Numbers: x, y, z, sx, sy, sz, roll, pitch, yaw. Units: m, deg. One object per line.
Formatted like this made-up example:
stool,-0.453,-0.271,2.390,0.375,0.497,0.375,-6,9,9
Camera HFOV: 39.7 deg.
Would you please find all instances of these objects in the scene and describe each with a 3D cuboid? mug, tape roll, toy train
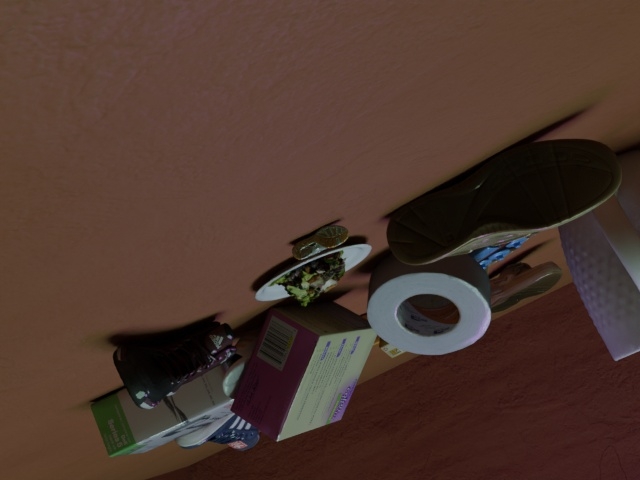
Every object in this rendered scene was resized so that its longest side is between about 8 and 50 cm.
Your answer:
mug,0.565,0.012,1.572,0.276,0.328,0.374,-30,164,22
tape roll,0.194,0.109,1.587,0.219,0.072,0.219,5,134,5
toy train,0.294,0.002,1.617,0.105,0.080,0.184,-6,158,-36

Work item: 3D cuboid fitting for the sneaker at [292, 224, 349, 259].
sneaker,0.000,0.000,1.230,0.083,0.031,0.037,-21,180,8

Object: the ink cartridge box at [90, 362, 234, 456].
ink cartridge box,-0.286,0.323,1.769,0.273,0.114,0.198,-25,166,3

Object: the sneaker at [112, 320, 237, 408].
sneaker,-0.219,0.178,1.408,0.163,0.106,0.281,-29,177,1

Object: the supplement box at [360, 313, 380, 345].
supplement box,0.104,0.221,2.115,0.234,0.078,0.080,-17,167,-25

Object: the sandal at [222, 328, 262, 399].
sandal,-0.113,0.209,1.704,0.265,0.076,0.101,-34,141,-44

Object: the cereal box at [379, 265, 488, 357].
cereal box,0.225,0.116,1.757,0.240,0.173,0.047,-30,121,33

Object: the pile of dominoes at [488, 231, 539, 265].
pile of dominoes,0.380,-0.001,1.824,0.196,0.040,0.251,-34,177,-32

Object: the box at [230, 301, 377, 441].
box,-0.025,0.238,1.669,0.243,0.117,0.213,2,113,-60

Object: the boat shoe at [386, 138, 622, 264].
boat shoe,0.264,-0.057,1.283,0.341,0.121,0.110,-19,174,22

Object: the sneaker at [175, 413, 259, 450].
sneaker,-0.210,0.425,2.013,0.131,0.148,0.350,-12,-173,22

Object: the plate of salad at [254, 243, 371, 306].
plate of salad,-0.007,0.060,1.390,0.200,0.048,0.200,-22,166,-6

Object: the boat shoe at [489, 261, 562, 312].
boat shoe,0.512,0.105,2.323,0.109,0.098,0.302,-2,159,-25
